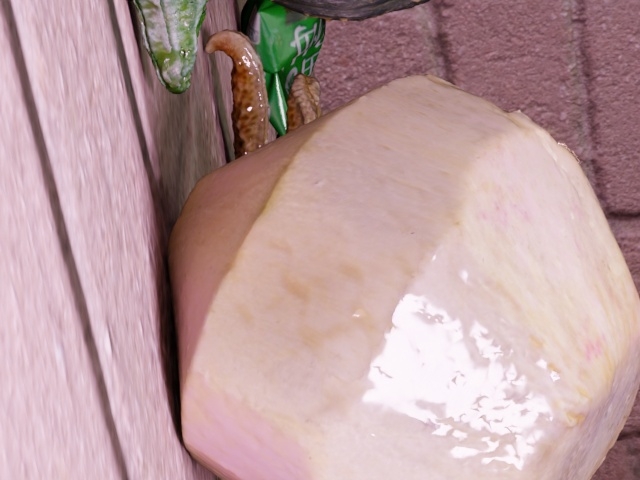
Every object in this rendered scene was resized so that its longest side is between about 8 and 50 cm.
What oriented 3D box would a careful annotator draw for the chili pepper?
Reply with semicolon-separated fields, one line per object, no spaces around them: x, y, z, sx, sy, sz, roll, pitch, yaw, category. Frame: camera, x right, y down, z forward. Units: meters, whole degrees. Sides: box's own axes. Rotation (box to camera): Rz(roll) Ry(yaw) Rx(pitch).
-0.086;-0.172;0.979;0.088;0.059;0.227;-85;172;-58;chili pepper

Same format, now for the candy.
-0.037;-0.183;1.776;0.141;0.078;0.203;-66;160;-65;candy

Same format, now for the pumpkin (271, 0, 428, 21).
0.016;-0.327;1.445;0.291;0.257;0.327;-125;-148;-82;pumpkin

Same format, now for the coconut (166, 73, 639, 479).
0.034;0.044;1.002;0.259;0.259;0.259;-9;90;-87;coconut

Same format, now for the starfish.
-0.008;0.005;1.470;0.327;0.094;0.375;44;31;-45;starfish
